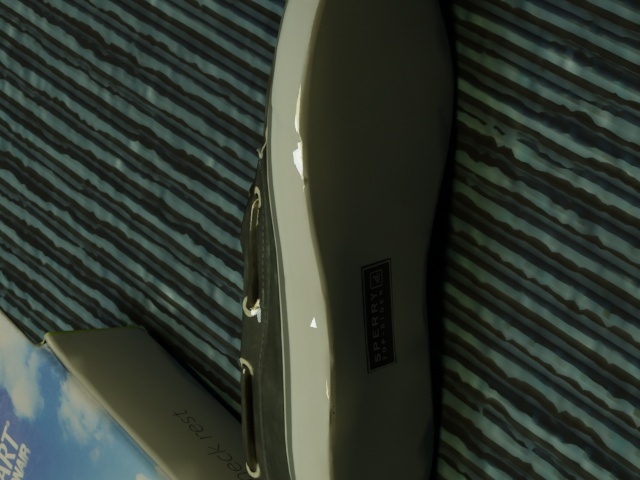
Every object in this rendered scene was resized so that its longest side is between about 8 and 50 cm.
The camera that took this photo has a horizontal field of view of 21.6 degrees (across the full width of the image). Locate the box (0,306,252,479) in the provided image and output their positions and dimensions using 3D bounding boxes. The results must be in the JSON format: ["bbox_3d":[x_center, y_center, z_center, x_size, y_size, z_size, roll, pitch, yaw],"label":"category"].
[{"bbox_3d":[-0.039,0.104,0.442,0.178,0.042,0.109,40,120,37],"label":"box"}]

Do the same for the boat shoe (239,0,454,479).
[{"bbox_3d":[0.000,0.000,0.389,0.040,0.049,0.142,10,103,46],"label":"boat shoe"}]
